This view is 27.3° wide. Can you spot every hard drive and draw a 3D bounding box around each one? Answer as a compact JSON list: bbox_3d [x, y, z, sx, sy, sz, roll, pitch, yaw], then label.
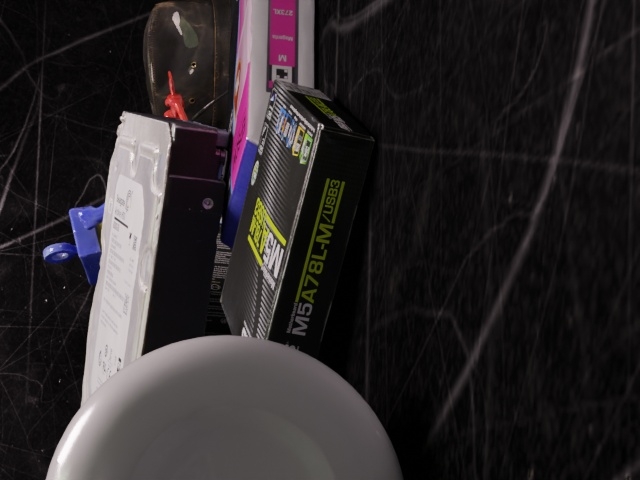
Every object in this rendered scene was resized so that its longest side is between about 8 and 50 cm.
[{"bbox_3d":[-0.164,0.051,1.249,0.237,0.064,0.339,-155,73,-68],"label":"hard drive"}]

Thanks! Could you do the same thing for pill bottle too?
[{"bbox_3d":[-0.070,0.168,0.769,0.323,0.181,0.181,128,147,-72],"label":"pill bottle"}]

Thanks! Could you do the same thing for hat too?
[{"bbox_3d":[-0.173,-0.234,1.763,0.331,0.134,0.331,-174,90,-81],"label":"hat"}]

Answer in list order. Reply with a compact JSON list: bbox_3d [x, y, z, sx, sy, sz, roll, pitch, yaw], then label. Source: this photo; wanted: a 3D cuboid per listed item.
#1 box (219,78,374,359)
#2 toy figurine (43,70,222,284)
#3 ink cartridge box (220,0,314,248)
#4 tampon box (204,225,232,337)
[{"bbox_3d":[-0.022,-0.008,0.928,0.190,0.045,0.184,-123,48,-70],"label":"box"},{"bbox_3d":[-0.241,-0.026,1.622,0.362,0.217,0.191,102,144,-71],"label":"toy figurine"},{"bbox_3d":[-0.046,-0.124,1.171,0.176,0.069,0.371,112,159,-59],"label":"ink cartridge box"},{"bbox_3d":[-0.134,0.078,1.439,0.161,0.101,0.120,-94,14,-45],"label":"tampon box"}]
